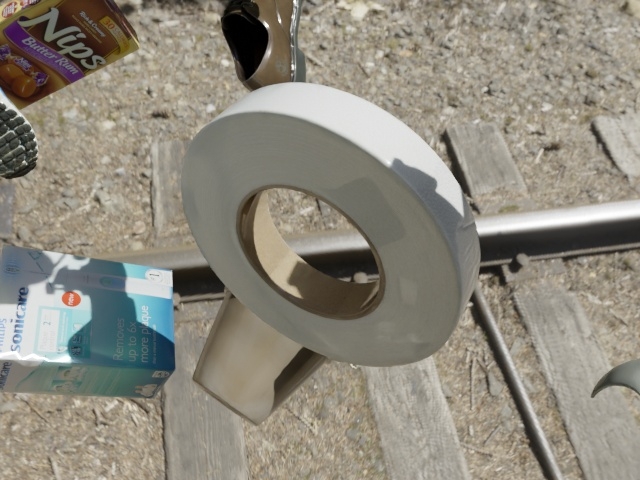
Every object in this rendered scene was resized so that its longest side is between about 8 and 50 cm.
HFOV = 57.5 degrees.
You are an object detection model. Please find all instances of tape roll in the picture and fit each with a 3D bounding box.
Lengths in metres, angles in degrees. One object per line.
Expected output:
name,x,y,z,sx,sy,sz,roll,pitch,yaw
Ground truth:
tape roll,0.000,0.000,0.723,0.391,0.392,0.072,28,49,12

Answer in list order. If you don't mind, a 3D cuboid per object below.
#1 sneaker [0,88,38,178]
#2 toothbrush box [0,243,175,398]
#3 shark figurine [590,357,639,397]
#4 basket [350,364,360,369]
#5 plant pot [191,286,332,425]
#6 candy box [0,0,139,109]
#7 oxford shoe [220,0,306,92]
sneaker,-0.370,-0.147,0.652,0.063,0.162,0.073,-26,32,-18
toothbrush box,-0.417,0.148,1.020,0.295,0.126,0.216,12,47,-28
shark figurine,0.397,0.118,0.580,0.278,0.166,0.116,8,25,-47
basket,0.090,0.181,1.225,0.103,0.167,0.113,-34,93,12
plant pot,-0.149,0.268,1.386,0.323,0.323,0.280,31,68,14
candy box,-0.344,-0.259,0.747,0.186,0.109,0.053,-27,52,3
oxford shoe,-0.077,-0.281,0.717,0.082,0.096,0.227,-23,69,32
